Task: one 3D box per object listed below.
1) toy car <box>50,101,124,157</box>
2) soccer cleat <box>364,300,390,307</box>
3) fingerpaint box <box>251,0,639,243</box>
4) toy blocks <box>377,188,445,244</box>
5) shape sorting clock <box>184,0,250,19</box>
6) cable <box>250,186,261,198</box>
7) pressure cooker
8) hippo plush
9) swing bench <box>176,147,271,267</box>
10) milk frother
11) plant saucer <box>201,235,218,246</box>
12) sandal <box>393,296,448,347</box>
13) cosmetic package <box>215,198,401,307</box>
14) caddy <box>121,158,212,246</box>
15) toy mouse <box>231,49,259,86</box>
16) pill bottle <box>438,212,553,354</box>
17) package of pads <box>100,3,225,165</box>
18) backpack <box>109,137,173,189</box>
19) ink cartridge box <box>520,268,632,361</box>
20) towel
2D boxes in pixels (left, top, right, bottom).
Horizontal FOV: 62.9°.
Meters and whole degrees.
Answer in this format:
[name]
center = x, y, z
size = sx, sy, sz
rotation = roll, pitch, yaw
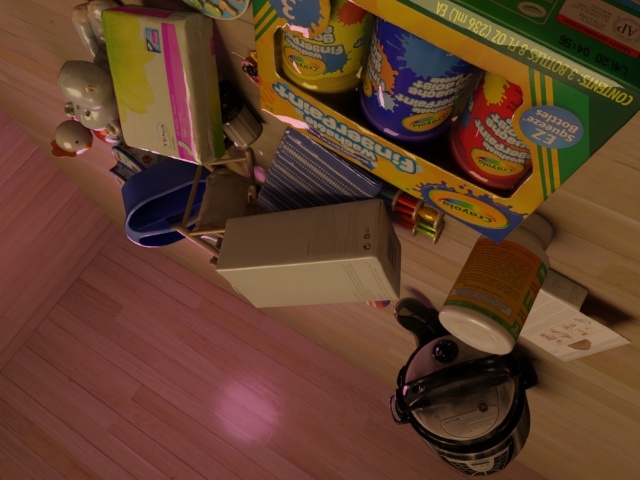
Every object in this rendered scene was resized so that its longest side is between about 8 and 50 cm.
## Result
[toy car]
center = -0.765, -0.347, 1.706
size = 0.210, 0.238, 0.219
rotation = 30, 161, 9
[soccer cleat]
center = 0.134, 0.132, 1.675
size = 0.248, 0.083, 0.095
rotation = 40, 156, -9
[fingerpaint box]
center = 0.132, -0.225, 0.680
size = 0.444, 0.163, 0.371
rotation = 31, 161, 8
[toy blocks]
center = 0.195, -0.059, 1.148
size = 0.148, 0.054, 0.123
rotation = 26, 159, 21
[shape sorting clock]
center = -0.207, -0.451, 0.865
size = 0.206, 0.040, 0.206
rotation = 30, 161, 11
[cable]
center = -0.237, -0.140, 1.652
size = 0.184, 0.047, 0.151
rotation = 25, 159, 25
[pressure cooker]
center = 0.434, 0.483, 1.598
size = 0.375, 0.370, 0.420
rotation = 23, 158, 36
[hippo plush]
center = -0.511, -0.384, 1.212
size = 0.234, 0.237, 0.294
rotation = 30, 161, 10
[swing bench]
center = -0.239, -0.070, 1.446
size = 0.165, 0.254, 0.255
rotation = -4, 146, 17
[milk frother]
center = -0.226, -0.295, 1.217
size = 0.135, 0.129, 0.143
rotation = 52, -163, -42
[plant saucer]
center = -0.324, -0.008, 1.932
size = 0.400, 0.101, 0.400
rotation = 23, 167, 6
[sandal]
center = 0.320, 0.260, 1.672
size = 0.303, 0.120, 0.086
rotation = 51, -178, -38
[cosmetic package]
center = -0.020, 0.041, 1.221
size = 0.384, 0.156, 0.217
rotation = -4, 148, 20
[caddy]
center = -0.446, -0.109, 1.628
size = 0.179, 0.341, 0.241
rotation = 59, 168, 29
[toy mouse]
center = -0.098, -0.321, 1.017
size = 0.160, 0.031, 0.143
rotation = 27, 160, 19
[pill bottle]
center = 0.327, 0.067, 0.947
size = 0.136, 0.246, 0.136
rotation = 29, 161, 11
[package of pads]
center = -0.322, -0.318, 1.078
size = 0.229, 0.101, 0.297
rotation = 17, 126, 24
[backpack]
center = -0.578, -0.235, 1.751
size = 0.276, 0.213, 0.263
rotation = 28, 152, 20
[ink cartridge box]
center = 0.516, 0.167, 1.173
size = 0.238, 0.060, 0.275
rotation = 30, 160, 8
[towel]
center = -0.013, -0.118, 1.226
size = 0.243, 0.040, 0.336
rotation = 37, 146, -1
